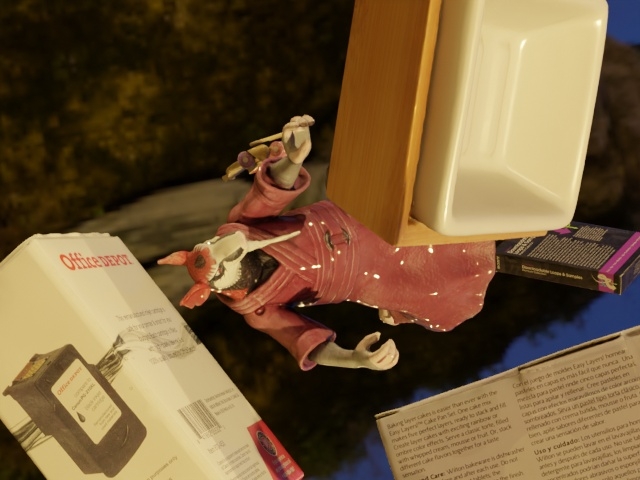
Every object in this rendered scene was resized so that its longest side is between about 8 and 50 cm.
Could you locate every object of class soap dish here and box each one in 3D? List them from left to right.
[{"bbox_3d":[0.122,-0.116,1.173,0.291,0.118,0.229,-4,104,-59],"label":"soap dish"}]

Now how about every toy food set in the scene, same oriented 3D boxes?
[{"bbox_3d":[-0.073,-0.100,1.807,0.019,0.078,0.122,67,-21,9],"label":"toy food set"}]

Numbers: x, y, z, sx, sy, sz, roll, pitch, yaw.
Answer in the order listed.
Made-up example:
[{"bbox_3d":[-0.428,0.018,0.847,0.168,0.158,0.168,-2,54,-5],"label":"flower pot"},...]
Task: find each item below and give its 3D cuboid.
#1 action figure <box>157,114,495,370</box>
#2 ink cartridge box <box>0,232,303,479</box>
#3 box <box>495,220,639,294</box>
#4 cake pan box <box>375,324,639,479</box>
[{"bbox_3d":[0.000,0.000,1.477,0.276,0.370,0.248,1,-83,63],"label":"action figure"},{"bbox_3d":[-0.136,0.115,1.025,0.237,0.100,0.172,51,9,6],"label":"ink cartridge box"},{"bbox_3d":[0.294,0.015,1.685,0.162,0.116,0.029,13,-60,31],"label":"box"},{"bbox_3d":[0.191,0.176,0.844,0.070,0.267,0.246,7,63,-74],"label":"cake pan box"}]
